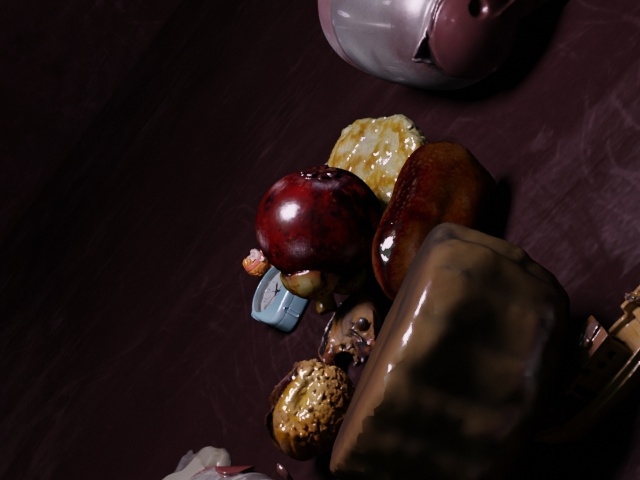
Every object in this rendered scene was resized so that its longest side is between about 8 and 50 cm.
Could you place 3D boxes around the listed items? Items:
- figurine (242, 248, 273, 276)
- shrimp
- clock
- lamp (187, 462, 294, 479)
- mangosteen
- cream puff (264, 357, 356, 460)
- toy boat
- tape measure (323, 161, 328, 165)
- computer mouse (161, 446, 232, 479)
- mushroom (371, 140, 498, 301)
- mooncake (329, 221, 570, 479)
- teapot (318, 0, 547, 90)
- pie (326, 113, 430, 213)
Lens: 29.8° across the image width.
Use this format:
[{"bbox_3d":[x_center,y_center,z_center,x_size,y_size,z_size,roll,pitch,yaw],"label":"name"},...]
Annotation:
[{"bbox_3d":[-0.085,0.012,1.991,0.109,0.047,0.064,-57,15,-18],"label":"figurine"},{"bbox_3d":[0.049,0.142,1.561,0.262,0.066,0.117,-98,30,-75],"label":"shrimp"},{"bbox_3d":[-0.065,0.082,1.869,0.108,0.045,0.147,-63,23,-10],"label":"clock"},{"bbox_3d":[-0.120,0.386,1.397,0.265,0.233,0.233,-67,21,16],"label":"lamp"},{"bbox_3d":[0.000,0.000,1.590,0.200,0.199,0.200,-44,28,31],"label":"mangosteen"},{"bbox_3d":[-0.004,0.217,1.515,0.104,0.119,0.133,44,115,44],"label":"cream puff"},{"bbox_3d":[0.270,0.114,1.150,0.206,0.072,0.064,-52,23,13],"label":"toy boat"},{"bbox_3d":[0.025,-0.080,1.869,0.091,0.054,0.094,-48,35,28],"label":"tape measure"},{"bbox_3d":[-0.220,0.472,1.609,0.228,0.145,0.429,-40,17,51],"label":"computer mouse"},{"bbox_3d":[0.124,0.010,1.527,0.227,0.148,0.217,-61,4,-27],"label":"mushroom"},{"bbox_3d":[0.133,0.132,1.218,0.290,0.161,0.290,-155,90,-90],"label":"mooncake"},{"bbox_3d":[0.194,-0.340,1.693,0.315,0.233,0.312,-33,29,-10],"label":"teapot"},{"bbox_3d":[0.074,-0.074,1.715,0.248,0.090,0.201,1,77,56],"label":"pie"}]
